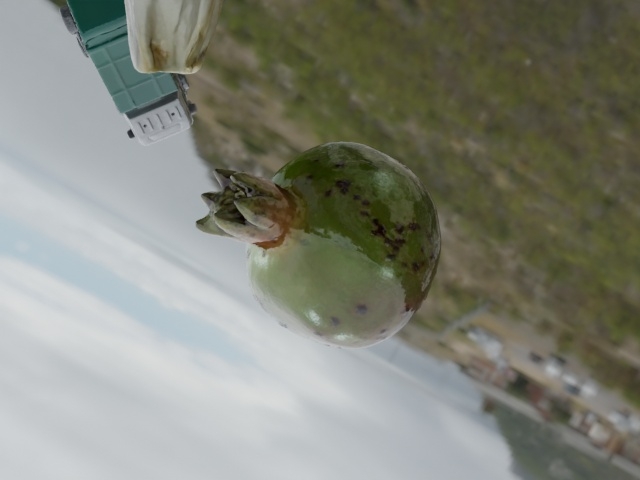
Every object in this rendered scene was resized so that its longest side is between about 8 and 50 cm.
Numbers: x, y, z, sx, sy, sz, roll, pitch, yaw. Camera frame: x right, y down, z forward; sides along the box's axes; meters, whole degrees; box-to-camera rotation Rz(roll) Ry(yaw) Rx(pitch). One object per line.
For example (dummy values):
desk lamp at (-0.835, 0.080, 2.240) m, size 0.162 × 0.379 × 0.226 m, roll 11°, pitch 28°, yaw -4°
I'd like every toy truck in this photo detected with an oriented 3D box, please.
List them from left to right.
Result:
toy truck at (-0.237, -0.231, 1.768) m, size 0.253 × 0.114 × 0.124 m, roll 67°, pitch -179°, yaw -45°

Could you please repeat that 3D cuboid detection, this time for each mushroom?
mushroom at (-0.125, -0.290, 1.090) m, size 0.095 × 0.123 × 0.351 m, roll 12°, pitch 129°, yaw 22°

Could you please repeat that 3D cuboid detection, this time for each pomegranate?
pomegranate at (0.000, 0.000, 1.083) m, size 0.205 × 0.159 × 0.159 m, roll 22°, pitch -179°, yaw -37°
